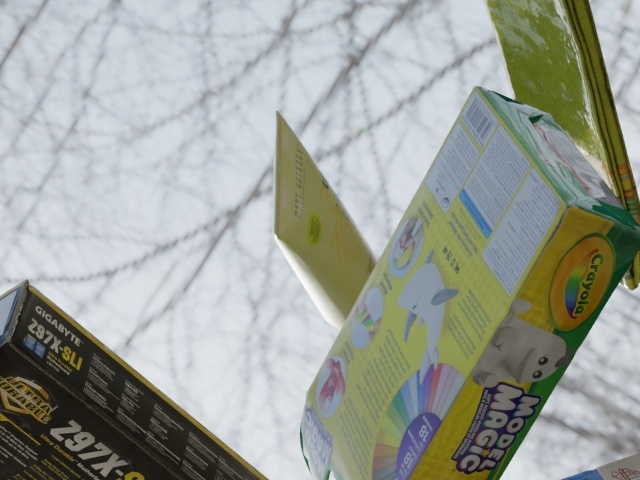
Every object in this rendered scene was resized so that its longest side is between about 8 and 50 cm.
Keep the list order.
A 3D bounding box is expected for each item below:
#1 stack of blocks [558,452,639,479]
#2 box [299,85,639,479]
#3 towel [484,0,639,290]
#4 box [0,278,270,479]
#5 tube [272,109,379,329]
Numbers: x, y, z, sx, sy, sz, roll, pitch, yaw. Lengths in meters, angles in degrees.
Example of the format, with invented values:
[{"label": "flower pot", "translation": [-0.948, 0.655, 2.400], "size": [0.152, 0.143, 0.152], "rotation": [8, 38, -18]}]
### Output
[{"label": "stack of blocks", "translation": [0.272, 0.164, 0.933], "size": [0.297, 0.171, 0.087], "rotation": [-17, -55, -12]}, {"label": "box", "translation": [0.050, 0.042, 0.724], "size": [0.043, 0.105, 0.179], "rotation": [20, -67, -26]}, {"label": "towel", "translation": [0.138, -0.083, 1.093], "size": [0.021, 0.102, 0.237], "rotation": [-31, -58, -20]}, {"label": "box", "translation": [-0.226, 0.203, 1.585], "size": [0.322, 0.257, 0.079], "rotation": [42, -145, -25]}, {"label": "tube", "translation": [0.000, 0.000, 1.349], "size": [0.062, 0.070, 0.240], "rotation": [-43, -28, -5]}]
